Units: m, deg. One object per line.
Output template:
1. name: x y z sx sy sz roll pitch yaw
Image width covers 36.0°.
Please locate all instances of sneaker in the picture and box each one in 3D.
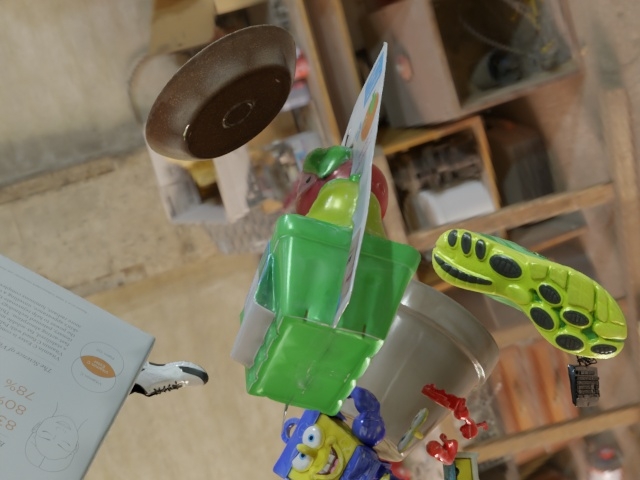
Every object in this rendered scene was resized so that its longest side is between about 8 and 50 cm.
1. sneaker: -0.189 0.171 1.188 0.040 0.109 0.043 86 -175 -48
2. sneaker: 0.305 0.061 1.400 0.296 0.123 0.109 31 108 22

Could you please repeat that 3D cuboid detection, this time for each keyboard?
1. keyboard: 0.474 0.241 1.732 0.192 0.038 0.100 15 -114 -63

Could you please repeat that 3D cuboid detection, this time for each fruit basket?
1. fruit basket: 0.000 0.000 1.126 0.327 0.165 0.353 116 161 -53

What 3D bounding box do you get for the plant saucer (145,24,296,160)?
1. plant saucer: -0.098 -0.150 1.080 0.036 0.199 0.198 52 157 17

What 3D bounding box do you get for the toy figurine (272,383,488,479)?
1. toy figurine: 0.026 0.319 1.278 0.217 0.362 0.191 28 180 36

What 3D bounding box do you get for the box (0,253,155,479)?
1. box: -0.340 0.202 0.989 0.168 0.215 0.345 -56 8 32

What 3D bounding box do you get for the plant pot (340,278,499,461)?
1. plant pot: 0.146 0.265 1.940 0.323 0.280 0.323 29 156 14

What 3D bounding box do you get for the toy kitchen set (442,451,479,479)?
1. toy kitchen set: 0.289 0.489 1.873 0.207 0.122 0.166 159 108 -66
